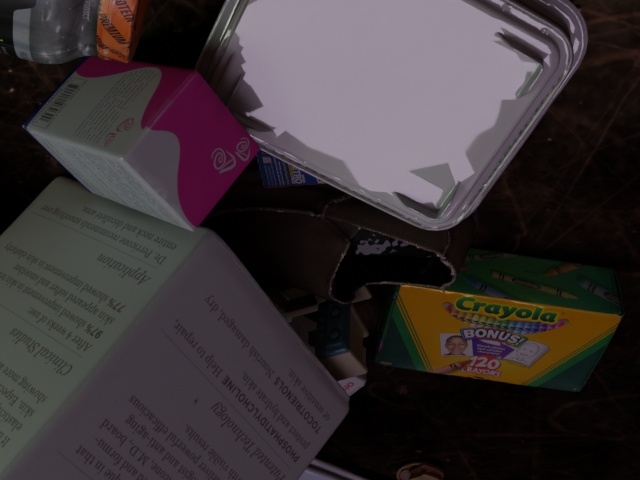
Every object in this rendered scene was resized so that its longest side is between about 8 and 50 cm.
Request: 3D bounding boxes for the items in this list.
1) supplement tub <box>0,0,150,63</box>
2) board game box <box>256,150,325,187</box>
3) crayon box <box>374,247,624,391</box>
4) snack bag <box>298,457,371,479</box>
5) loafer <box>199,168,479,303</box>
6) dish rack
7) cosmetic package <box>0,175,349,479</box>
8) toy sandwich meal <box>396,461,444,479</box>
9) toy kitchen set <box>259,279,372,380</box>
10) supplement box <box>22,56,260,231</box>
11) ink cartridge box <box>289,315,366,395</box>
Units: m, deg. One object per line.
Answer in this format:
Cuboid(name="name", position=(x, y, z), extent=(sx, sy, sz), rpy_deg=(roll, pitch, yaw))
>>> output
Cuboid(name="supplement tub", position=(-0.299, -0.267, 0.818), extent=(0.316, 0.194, 0.194), rpy_deg=(15, 135, -9))
Cuboid(name="board game box", position=(0.021, -0.129, 1.034), extent=(0.193, 0.045, 0.147), rpy_deg=(-3, 135, 8))
Cuboid(name="crayon box", position=(0.220, 0.098, 1.222), extent=(0.278, 0.081, 0.165), rpy_deg=(8, 136, -3))
Cuboid(name="snack bag", position=(0.016, 0.498, 1.689), extent=(0.323, 0.037, 0.342), rpy_deg=(24, 136, -17))
Cuboid(name="loafer", position=(0.000, 0.000, 1.108), extent=(0.365, 0.130, 0.134), rpy_deg=(-5, 135, 10))
Cuboid(name="dish rack", position=(0.059, -0.158, 0.928), extent=(0.332, 0.072, 0.286), rpy_deg=(26, 123, -9))
Cuboid(name="cosmetic package", position=(-0.252, 0.196, 1.072), extent=(0.329, 0.394, 0.327), rpy_deg=(20, 153, 45))
Cuboid(name="toy sandwich meal", position=(0.165, 0.390, 1.566), extent=(0.085, 0.029, 0.086), rpy_deg=(3, 136, 3))
Cuboid(name="toy kitchen set", position=(-0.056, 0.093, 1.184), extent=(0.207, 0.166, 0.122), rpy_deg=(-18, 132, 22))
Cuboid(name="supplement box", position=(-0.182, -0.103, 0.955), extent=(0.220, 0.111, 0.114), rpy_deg=(19, 156, 50))
Cuboid(name="ink cartridge box", position=(-0.025, 0.168, 1.332), extent=(0.150, 0.063, 0.109), rpy_deg=(29, 131, -23))
